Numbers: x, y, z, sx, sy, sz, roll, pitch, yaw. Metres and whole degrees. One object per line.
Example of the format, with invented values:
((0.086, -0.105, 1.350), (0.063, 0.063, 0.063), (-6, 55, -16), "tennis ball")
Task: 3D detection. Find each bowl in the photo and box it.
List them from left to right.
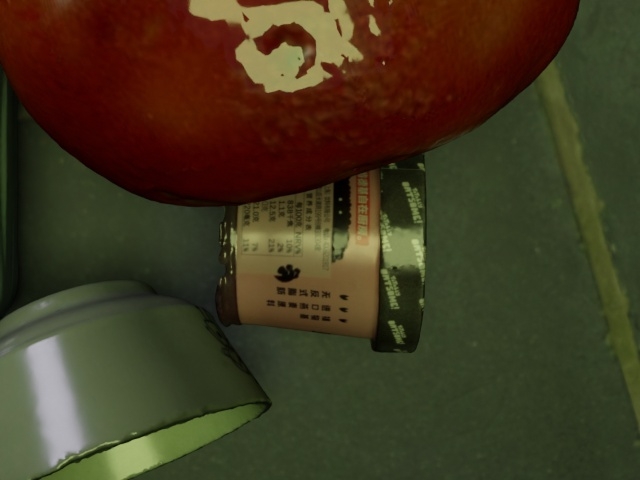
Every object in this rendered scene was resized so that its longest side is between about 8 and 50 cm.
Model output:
((-0.146, 0.098, 0.528), (0.211, 0.211, 0.112), (-20, 74, -5), "bowl")

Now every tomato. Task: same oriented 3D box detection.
((-0.030, -0.176, 0.451), (0.325, 0.290, 0.293), (-27, 100, -11), "tomato")

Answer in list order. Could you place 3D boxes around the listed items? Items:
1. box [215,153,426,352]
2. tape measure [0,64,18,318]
((0.000, 0.000, 0.555), (0.135, 0.151, 0.151), (2, 97, -1), "box")
((-0.302, -0.049, 0.518), (0.246, 0.125, 0.243), (2, 90, -11), "tape measure")
